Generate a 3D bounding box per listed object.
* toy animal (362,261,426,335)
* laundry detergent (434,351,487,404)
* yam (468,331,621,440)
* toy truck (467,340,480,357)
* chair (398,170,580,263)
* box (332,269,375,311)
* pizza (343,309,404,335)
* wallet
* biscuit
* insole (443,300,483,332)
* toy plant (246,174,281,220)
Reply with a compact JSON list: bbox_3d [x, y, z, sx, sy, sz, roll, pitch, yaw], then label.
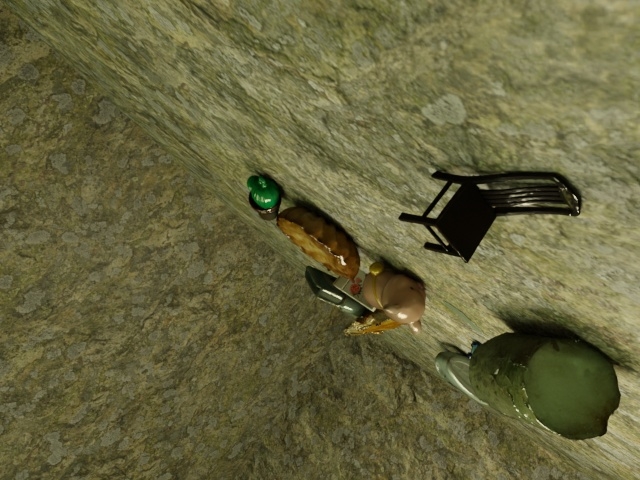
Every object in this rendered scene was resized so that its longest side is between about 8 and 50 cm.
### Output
[{"bbox_3d":[0.213,0.156,1.327,0.165,0.149,0.248,26,-172,-27],"label":"toy animal"},{"bbox_3d":[0.590,0.567,1.904,0.264,0.124,0.398,36,172,5],"label":"laundry detergent"},{"bbox_3d":[0.457,0.298,0.958,0.195,0.195,0.300,38,168,3],"label":"yam"},{"bbox_3d":[0.529,0.372,1.440,0.090,0.056,0.073,19,168,22],"label":"toy truck"},{"bbox_3d":[0.213,-0.030,0.581,0.084,0.101,0.212,43,170,-26],"label":"chair"},{"bbox_3d":[0.154,0.179,1.700,0.198,0.109,0.029,31,168,32],"label":"box"},{"bbox_3d":[0.226,0.314,1.721,0.189,0.297,0.071,18,-130,-47],"label":"pizza"},{"bbox_3d":[0.109,0.232,1.846,0.361,0.083,0.252,24,-167,-19],"label":"wallet"},{"bbox_3d":[0.000,0.000,1.457,0.326,0.107,0.325,34,167,9],"label":"biscuit"},{"bbox_3d":[0.416,0.224,1.290,0.153,0.002,0.053,40,170,-11],"label":"insole"},{"bbox_3d":[-0.187,-0.153,1.453,0.143,0.105,0.200,48,159,31],"label":"toy plant"}]
